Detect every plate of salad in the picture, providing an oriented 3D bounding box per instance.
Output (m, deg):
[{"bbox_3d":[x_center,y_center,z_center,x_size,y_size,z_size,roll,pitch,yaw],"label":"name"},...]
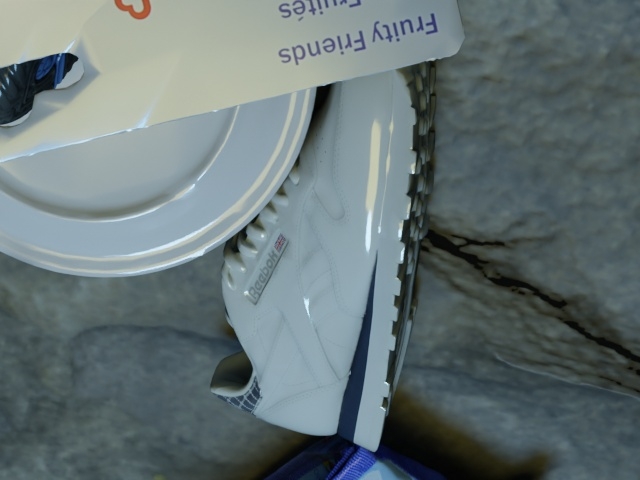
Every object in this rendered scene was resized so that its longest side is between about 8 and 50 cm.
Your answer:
[{"bbox_3d":[-0.099,-0.082,0.850,0.200,0.048,0.200,2,106,7],"label":"plate of salad"}]

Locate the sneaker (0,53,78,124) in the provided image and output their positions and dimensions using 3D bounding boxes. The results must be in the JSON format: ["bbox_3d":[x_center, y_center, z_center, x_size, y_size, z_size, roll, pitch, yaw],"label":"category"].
[{"bbox_3d":[-0.122,-0.152,0.775,0.081,0.080,0.211,14,99,10],"label":"sneaker"}]

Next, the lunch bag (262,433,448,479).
[{"bbox_3d":[0.020,0.234,1.057,0.221,0.138,0.293,37,110,-20],"label":"lunch bag"}]

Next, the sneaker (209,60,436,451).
[{"bbox_3d":[0.000,0.000,0.893,0.095,0.090,0.235,14,126,9],"label":"sneaker"}]

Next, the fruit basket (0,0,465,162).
[{"bbox_3d":[-0.145,-0.194,0.649,0.327,0.165,0.353,-12,99,4],"label":"fruit basket"}]
